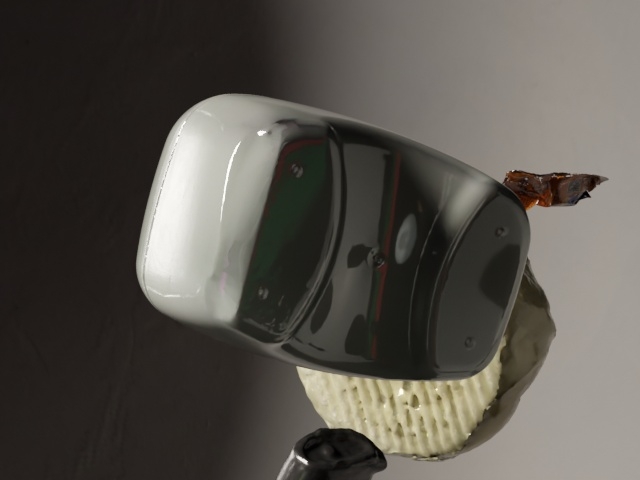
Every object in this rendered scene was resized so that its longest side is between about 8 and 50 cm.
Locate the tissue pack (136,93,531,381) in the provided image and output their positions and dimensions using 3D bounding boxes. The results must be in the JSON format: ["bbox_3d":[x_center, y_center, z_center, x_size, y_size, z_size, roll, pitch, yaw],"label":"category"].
[{"bbox_3d":[0.000,0.000,1.155,0.333,0.236,0.229,16,90,-31],"label":"tissue pack"}]

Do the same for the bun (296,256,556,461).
[{"bbox_3d":[0.138,0.109,1.641,0.359,0.359,0.211,47,32,11],"label":"bun"}]

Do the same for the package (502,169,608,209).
[{"bbox_3d":[0.241,-0.052,1.315,0.111,0.077,0.033,-4,79,-11],"label":"package"}]

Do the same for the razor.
[{"bbox_3d":[-0.005,0.219,1.004,0.090,0.148,0.054,-4,29,-39],"label":"razor"}]
